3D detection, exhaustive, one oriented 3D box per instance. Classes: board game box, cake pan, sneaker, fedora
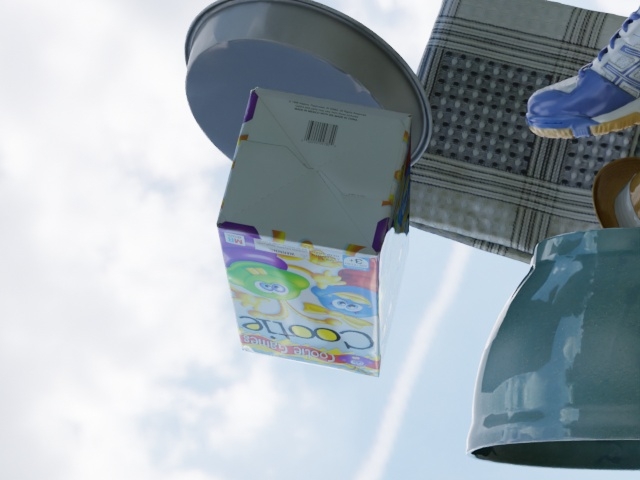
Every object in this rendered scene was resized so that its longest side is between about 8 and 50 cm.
[{"bbox_3d":[0.000,0.000,1.620,0.275,0.144,0.142,84,-162,-64],"label":"board game box"},{"bbox_3d":[-0.024,-0.147,1.943,0.293,0.293,0.054,51,-130,-33],"label":"cake pan"},{"bbox_3d":[0.331,-0.192,1.759,0.131,0.296,0.112,67,-154,-12],"label":"sneaker"},{"bbox_3d":[0.383,-0.036,1.897,0.194,0.079,0.194,14,-136,-14],"label":"fedora"}]

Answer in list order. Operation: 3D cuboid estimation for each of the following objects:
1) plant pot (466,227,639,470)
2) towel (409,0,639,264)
[{"bbox_3d":[0.276,0.098,1.597,0.293,0.293,0.196,18,-111,-53],"label":"plant pot"},{"bbox_3d":[0.256,-0.129,2.079,0.056,0.324,0.312,56,-129,-75],"label":"towel"}]
